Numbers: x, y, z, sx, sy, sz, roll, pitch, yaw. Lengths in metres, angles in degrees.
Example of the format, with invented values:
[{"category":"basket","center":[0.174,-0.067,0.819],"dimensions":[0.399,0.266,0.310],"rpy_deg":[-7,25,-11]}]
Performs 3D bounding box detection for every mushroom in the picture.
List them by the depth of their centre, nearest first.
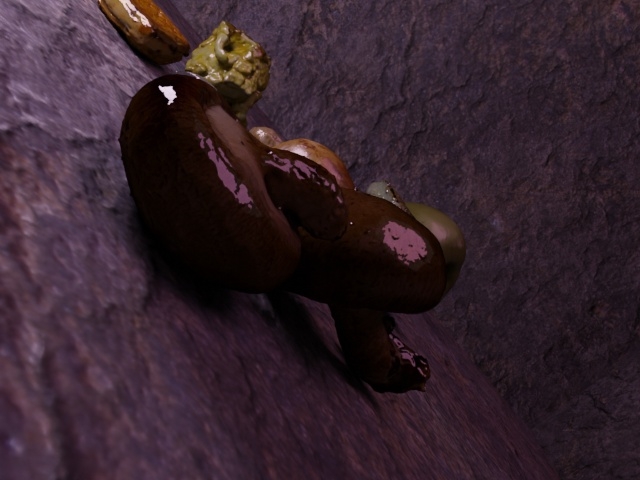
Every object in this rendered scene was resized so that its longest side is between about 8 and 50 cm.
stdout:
[{"category":"mushroom","center":[-0.145,-0.077,0.963],"dimensions":[0.345,0.239,0.345],"rpy_deg":[37,-10,7]},{"category":"mushroom","center":[0.038,0.082,1.219],"dimensions":[0.331,0.356,0.334],"rpy_deg":[35,22,36]}]

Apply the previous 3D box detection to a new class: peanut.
[{"category":"peanut","center":[-0.130,-0.237,2.034],"dimensions":[0.224,0.129,0.129],"rpy_deg":[42,10,-17]}]

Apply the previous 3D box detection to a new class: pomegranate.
[{"category":"pomegranate","center":[-0.050,-0.094,1.425],"dimensions":[0.248,0.248,0.248],"rpy_deg":[49,8,-9]}]

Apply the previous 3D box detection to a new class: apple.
[{"category":"apple","center":[0.270,0.045,2.188],"dimensions":[0.357,0.357,0.357],"rpy_deg":[49,8,-9]}]

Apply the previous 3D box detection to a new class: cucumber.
[{"category":"cucumber","center":[0.182,0.231,1.911],"dimensions":[0.053,0.053,0.181],"rpy_deg":[52,7,7]}]

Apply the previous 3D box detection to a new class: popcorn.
[{"category":"popcorn","center":[-0.277,-0.525,2.140],"dimensions":[0.293,0.237,0.293],"rpy_deg":[48,5,-5]}]

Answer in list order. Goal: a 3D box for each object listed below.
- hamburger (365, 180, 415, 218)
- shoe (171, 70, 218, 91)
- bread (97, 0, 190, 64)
[{"category":"hamburger","center":[0.192,0.011,1.892],"dimensions":[0.277,0.195,0.318],"rpy_deg":[47,12,-33]},{"category":"shoe","center":[-0.248,-0.203,1.270],"dimensions":[0.171,0.132,0.336],"rpy_deg":[22,31,-55]},{"category":"bread","center":[-0.450,-0.545,1.774],"dimensions":[0.210,0.099,0.235],"rpy_deg":[50,13,10]}]
